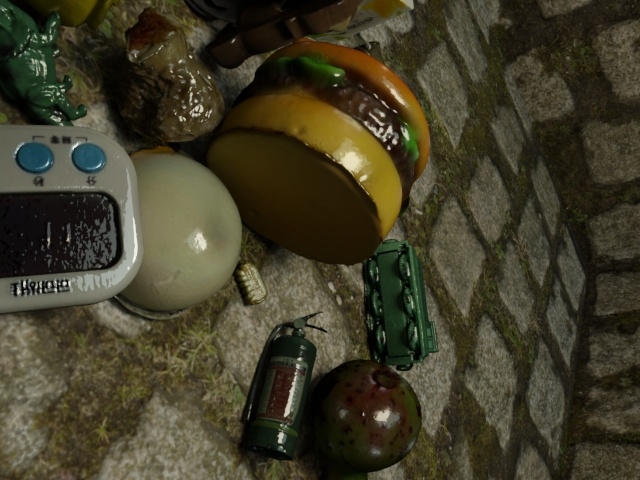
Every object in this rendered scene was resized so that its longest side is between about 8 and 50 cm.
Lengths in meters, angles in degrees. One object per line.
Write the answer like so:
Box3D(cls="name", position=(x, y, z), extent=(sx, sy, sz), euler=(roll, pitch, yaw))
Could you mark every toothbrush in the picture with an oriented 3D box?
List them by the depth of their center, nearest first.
Box3D(cls="toothbrush", position=(0.106, -0.561, 1.538), extent=(0.017, 0.014, 0.162), euler=(1, 46, -30))

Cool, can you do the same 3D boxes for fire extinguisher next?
Box3D(cls="fire extinguisher", position=(-0.064, 0.262, 1.100), extent=(0.093, 0.118, 0.294), euler=(86, 15, -59))

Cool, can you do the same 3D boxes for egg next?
Box3D(cls="egg", position=(-0.210, -0.023, 0.922), extent=(0.264, 0.174, 0.286), euler=(55, 39, -33))

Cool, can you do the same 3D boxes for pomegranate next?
Box3D(cls="pomegranate", position=(0.094, 0.397, 1.180), extent=(0.242, 0.242, 0.305), euler=(-35, 129, -50))

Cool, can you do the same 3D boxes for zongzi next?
Box3D(cls="zongzi", position=(0.112, -0.443, 1.530), extent=(0.176, 0.078, 0.160), euler=(-33, 103, -42))

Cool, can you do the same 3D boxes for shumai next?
Box3D(cls="shumai", position=(-0.243, -0.268, 0.901), extent=(0.166, 0.175, 0.206), euler=(-32, 73, -28))

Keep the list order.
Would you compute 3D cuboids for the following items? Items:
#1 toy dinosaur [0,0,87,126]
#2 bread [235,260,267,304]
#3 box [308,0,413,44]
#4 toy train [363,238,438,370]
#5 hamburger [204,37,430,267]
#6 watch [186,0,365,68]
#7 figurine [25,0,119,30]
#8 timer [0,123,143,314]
Box3D(cls="toy dinosaur", position=(-0.387, -0.226, 0.823), extent=(0.120, 0.079, 0.292), euler=(-51, 126, -26))
Box3D(cls="bread", position=(-0.135, 0.082, 1.104), extent=(0.049, 0.034, 0.088), euler=(-32, 103, -36))
Box3D(cls="box", position=(0.059, -0.575, 1.341), extent=(0.194, 0.261, 0.111), euler=(-1, 80, -52))
Box3D(cls="toy train", position=(0.206, 0.164, 1.450), extent=(0.178, 0.139, 0.330), euler=(18, 64, -59))
Box3D(cls="hamburger", position=(0.005, -0.161, 1.064), extent=(0.395, 0.396, 0.277), euler=(49, 57, -33))
Box3D(cls="watch", position=(-0.109, -0.544, 1.060), extent=(0.326, 0.335, 0.314), euler=(63, 39, -34))
Box3D(cls="figurine", position=(-0.411, -0.452, 0.787), extent=(0.326, 0.169, 0.218), euler=(52, 29, -34))
Box3D(cls="timer", position=(-0.370, -0.028, 0.732), extent=(0.262, 0.087, 0.236), euler=(-4, 84, -27))
